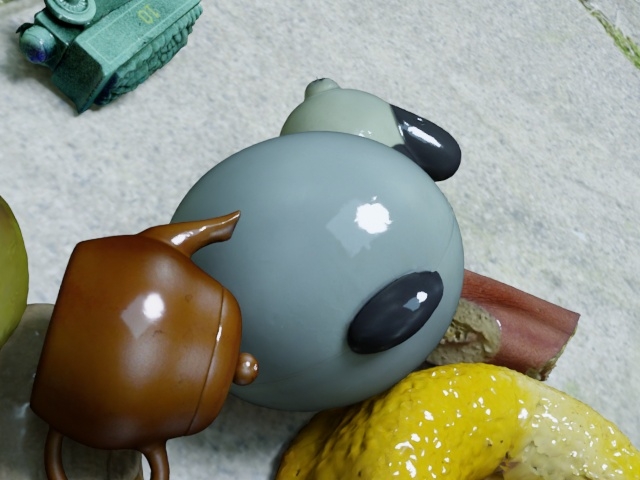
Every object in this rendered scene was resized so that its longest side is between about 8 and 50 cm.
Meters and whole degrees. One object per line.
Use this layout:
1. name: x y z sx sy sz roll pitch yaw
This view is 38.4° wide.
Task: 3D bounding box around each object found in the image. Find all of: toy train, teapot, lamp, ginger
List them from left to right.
1. ginger: -0.162 0.137 0.488 0.138 0.074 0.213 7 50 -11
2. toy train: -0.159 -0.171 0.716 0.099 0.070 0.172 43 45 -8
3. teapot: -0.086 0.061 0.473 0.116 0.116 0.173 18 81 -21
4. lamp: 0.000 0.000 0.609 0.198 0.197 0.243 31 40 -9

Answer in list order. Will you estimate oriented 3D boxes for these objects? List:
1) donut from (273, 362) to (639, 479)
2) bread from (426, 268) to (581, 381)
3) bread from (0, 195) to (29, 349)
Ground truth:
1. donut: 0.117 0.205 0.588 0.303 0.110 0.302 17 50 -22
2. bread: 0.127 0.070 0.707 0.193 0.067 0.119 21 18 -14
3. bread: -0.297 0.052 0.359 0.376 0.251 0.208 -46 120 -44
